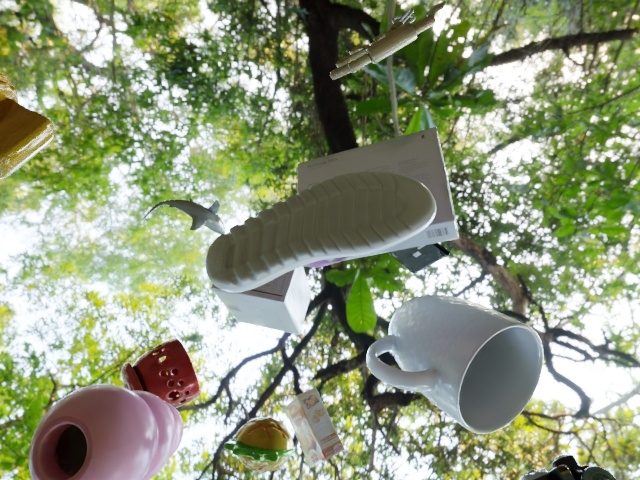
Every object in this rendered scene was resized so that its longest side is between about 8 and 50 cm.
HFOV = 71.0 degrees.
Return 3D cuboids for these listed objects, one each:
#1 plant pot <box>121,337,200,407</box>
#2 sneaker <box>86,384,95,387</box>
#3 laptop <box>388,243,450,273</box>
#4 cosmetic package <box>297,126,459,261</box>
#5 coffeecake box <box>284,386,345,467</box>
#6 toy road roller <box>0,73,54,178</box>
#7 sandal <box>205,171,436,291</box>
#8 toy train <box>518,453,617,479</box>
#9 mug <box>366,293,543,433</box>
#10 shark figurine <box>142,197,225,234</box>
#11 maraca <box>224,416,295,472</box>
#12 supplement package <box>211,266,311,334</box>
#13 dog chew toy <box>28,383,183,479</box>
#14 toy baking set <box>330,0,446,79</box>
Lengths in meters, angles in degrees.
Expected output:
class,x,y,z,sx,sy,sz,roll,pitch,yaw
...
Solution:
class,x,y,z,sx,sy,sz,roll,pitch,yaw
plant pot,-0.460,0.400,1.290,0.174,0.191,0.191,-21,-135,-32
sneaker,-0.490,0.381,1.078,0.076,0.166,0.064,2,-121,45
laptop,0.264,-0.053,1.360,0.264,0.234,0.136,40,-112,1
cosmetic package,0.128,-0.107,1.124,0.378,0.097,0.284,-11,-121,18
coffeecake box,-0.022,0.543,1.300,0.068,0.142,0.185,-15,-117,-31
toy road roller,-0.683,-0.202,0.900,0.241,0.329,0.202,32,-128,-6
sandal,-0.003,-0.013,0.813,0.417,0.102,0.169,-16,-122,5
toy train,0.519,0.588,0.847,0.191,0.142,0.333,-9,-130,-15
mug,0.296,0.285,1.136,0.375,0.275,0.328,-7,-164,-26
shark figurine,-0.455,-0.083,1.544,0.279,0.166,0.116,19,-125,-14
maraca,-0.118,0.406,0.888,0.127,0.185,0.099,6,-103,11
supplement package,-0.154,0.139,1.263,0.204,0.261,0.145,10,-118,12
dog chew toy,-0.380,0.383,0.871,0.207,0.332,0.206,-3,-106,11
toy baking set,0.125,-0.379,0.826,0.256,0.030,0.196,-27,-151,10
